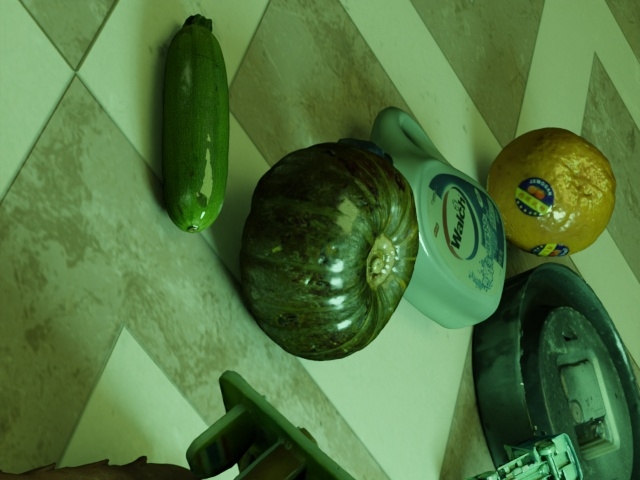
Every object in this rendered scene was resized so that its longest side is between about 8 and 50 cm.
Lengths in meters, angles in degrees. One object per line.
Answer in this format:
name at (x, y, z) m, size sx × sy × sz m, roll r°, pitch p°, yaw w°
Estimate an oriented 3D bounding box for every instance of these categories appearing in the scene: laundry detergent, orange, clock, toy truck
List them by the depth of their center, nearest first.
toy truck at (0.211, 0.282, 1.847) m, size 0.175 × 0.081 × 0.067 m, roll -23°, pitch 97°, yaw -23°
laundry detergent at (0.107, -0.044, 1.848) m, size 0.280 × 0.105 × 0.215 m, roll 44°, pitch 40°, yaw -38°
clock at (0.320, 0.220, 2.090) m, size 0.386 × 0.076 × 0.386 m, roll 36°, pitch 45°, yaw -46°
orange at (0.306, -0.063, 2.134) m, size 0.177 × 0.155 × 0.177 m, roll 5°, pitch 70°, yaw -12°

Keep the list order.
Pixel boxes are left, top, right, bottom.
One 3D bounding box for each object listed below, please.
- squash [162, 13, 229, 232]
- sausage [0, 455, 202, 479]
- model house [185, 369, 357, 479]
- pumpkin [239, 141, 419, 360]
squash at (-0.121, -0.123, 1.543) m, size 0.066 × 0.066 × 0.252 m, roll 33°, pitch 46°, yaw -48°
sausage at (-0.210, 0.209, 1.196) m, size 0.433 × 0.088 × 0.088 m, roll 4°, pitch 71°, yaw -59°
model house at (-0.084, 0.338, 1.251) m, size 0.313 × 0.242 × 0.358 m, roll -38°, pitch 150°, yaw -20°
pumpkin at (0.000, 0.000, 1.595) m, size 0.219 × 0.162 × 0.219 m, roll -23°, pitch 119°, yaw -50°
